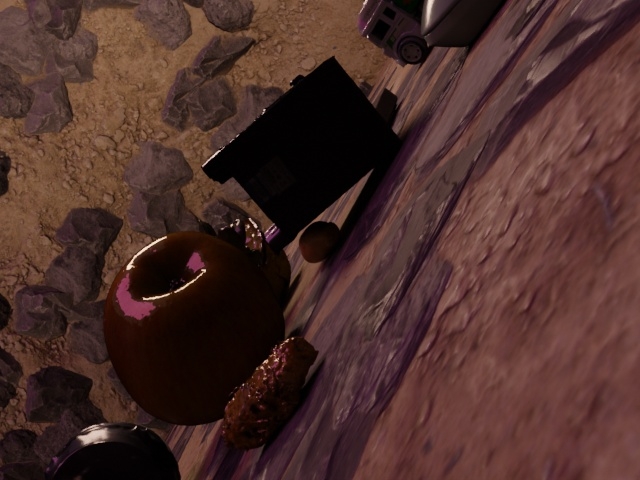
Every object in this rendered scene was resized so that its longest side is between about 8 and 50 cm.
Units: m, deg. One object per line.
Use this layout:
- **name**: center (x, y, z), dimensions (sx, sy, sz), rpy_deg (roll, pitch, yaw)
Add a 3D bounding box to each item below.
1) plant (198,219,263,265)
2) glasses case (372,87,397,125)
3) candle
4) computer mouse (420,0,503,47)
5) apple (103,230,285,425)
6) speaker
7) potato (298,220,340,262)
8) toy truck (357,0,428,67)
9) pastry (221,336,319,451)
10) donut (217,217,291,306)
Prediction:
- **plant**: center (-0.185, 0.118, 1.386), dimensions (0.215, 0.213, 0.312), rpy_deg (-2, 59, 62)
- **glasses case**: center (0.104, -0.216, 1.507), dimensions (0.071, 0.047, 0.205), rpy_deg (-51, 8, 34)
- **candle**: center (-0.350, 0.421, 1.371), dimensions (0.221, 0.221, 0.342), rpy_deg (-61, 3, -13)
- **computer mouse**: center (0.213, -0.369, 0.991), dimensions (0.288, 0.097, 0.159), rpy_deg (-56, 3, 43)
- **apple**: center (-0.182, 0.117, 1.125), dimensions (0.264, 0.264, 0.264), rpy_deg (-59, 5, 8)
- **speaker**: center (-0.035, -0.131, 1.246), dimensions (0.254, 0.184, 0.232), rpy_deg (-41, 4, -2)
- **potato**: center (0.000, 0.000, 1.245), dimensions (0.083, 0.062, 0.068), rpy_deg (-16, 57, 52)
- **toy truck**: center (0.207, -0.517, 1.519), dimensions (0.363, 0.177, 0.177), rpy_deg (-59, 4, 46)
- **pastry**: center (-0.053, 0.158, 0.808), dimensions (0.140, 0.056, 0.080), rpy_deg (-47, 20, 43)
- **donut**: center (-0.167, 0.097, 1.616), dimensions (0.272, 0.107, 0.272), rpy_deg (-31, 45, 37)
